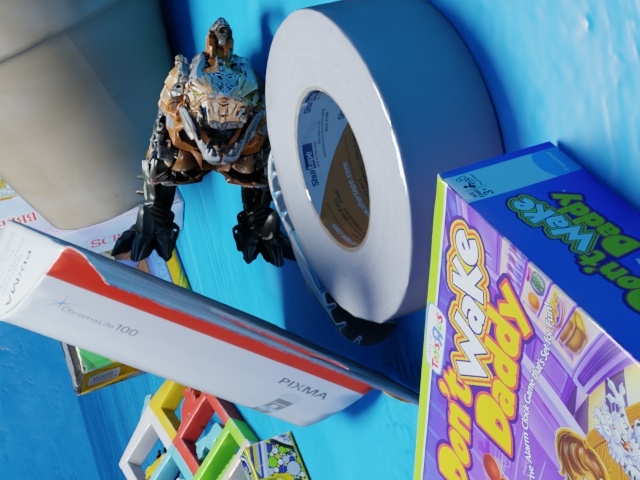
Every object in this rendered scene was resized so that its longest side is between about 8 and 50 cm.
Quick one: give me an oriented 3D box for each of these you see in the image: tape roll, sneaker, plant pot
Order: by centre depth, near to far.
[{"bbox_3d":[0.037,-0.057,0.723,0.219,0.072,0.219,49,148,47],"label":"tape roll"},{"bbox_3d":[0.000,0.000,0.868,0.083,0.071,0.190,140,112,-73],"label":"sneaker"},{"bbox_3d":[-0.287,-0.176,1.186,0.323,0.323,0.280,28,147,62],"label":"plant pot"}]

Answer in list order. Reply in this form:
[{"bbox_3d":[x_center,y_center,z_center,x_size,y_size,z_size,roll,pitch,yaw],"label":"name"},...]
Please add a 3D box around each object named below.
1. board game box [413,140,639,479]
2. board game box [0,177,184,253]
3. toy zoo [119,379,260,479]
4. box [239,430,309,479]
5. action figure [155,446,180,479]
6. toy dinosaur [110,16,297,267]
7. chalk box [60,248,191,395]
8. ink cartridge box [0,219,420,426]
[{"bbox_3d":[0.147,0.154,0.594,0.233,0.078,0.347,50,149,46],"label":"board game box"},{"bbox_3d":[-0.388,-0.107,1.409,0.066,0.319,0.318,101,147,-53],"label":"board game box"},{"bbox_3d":[-0.190,0.286,1.442,0.192,0.030,0.293,-58,35,6],"label":"toy zoo"},{"bbox_3d":[-0.034,0.308,1.187,0.054,0.059,0.169,114,136,-62],"label":"box"},{"bbox_3d":[-0.196,0.452,1.555,0.141,0.164,0.275,-69,-12,-78],"label":"action figure"},{"bbox_3d":[-0.090,-0.094,0.969,0.322,0.164,0.218,-39,-46,-74],"label":"toy dinosaur"},{"bbox_3d":[-0.305,0.049,1.515,0.180,0.179,0.289,130,122,-66],"label":"chalk box"},{"bbox_3d":[-0.106,0.092,0.883,0.385,0.308,0.091,16,82,64],"label":"ink cartridge box"}]
